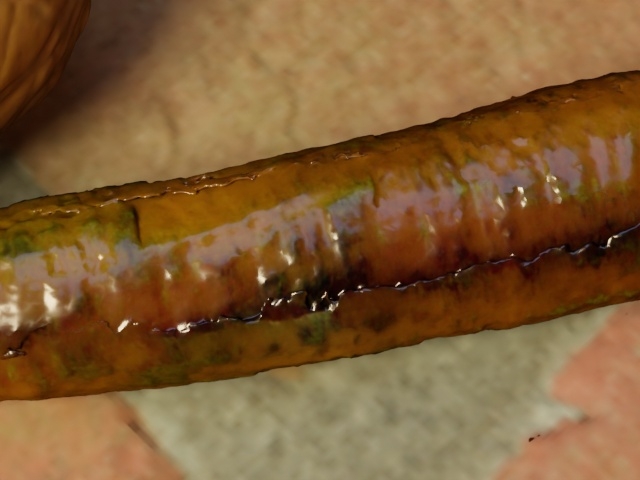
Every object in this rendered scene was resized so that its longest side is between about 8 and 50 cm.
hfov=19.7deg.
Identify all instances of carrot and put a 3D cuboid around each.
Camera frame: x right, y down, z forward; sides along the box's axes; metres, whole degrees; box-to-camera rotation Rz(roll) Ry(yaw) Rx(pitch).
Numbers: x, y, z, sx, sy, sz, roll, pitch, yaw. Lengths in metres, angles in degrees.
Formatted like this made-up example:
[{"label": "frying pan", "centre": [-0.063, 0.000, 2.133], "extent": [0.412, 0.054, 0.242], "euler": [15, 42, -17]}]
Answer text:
[{"label": "carrot", "centre": [0.000, 0.000, 0.534], "extent": [0.260, 0.070, 0.070], "euler": [-10, 56, -7]}]

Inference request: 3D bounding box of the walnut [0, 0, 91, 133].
[{"label": "walnut", "centre": [-0.159, -0.077, 0.529], "extent": [0.165, 0.165, 0.197], "euler": [39, 69, 23]}]
